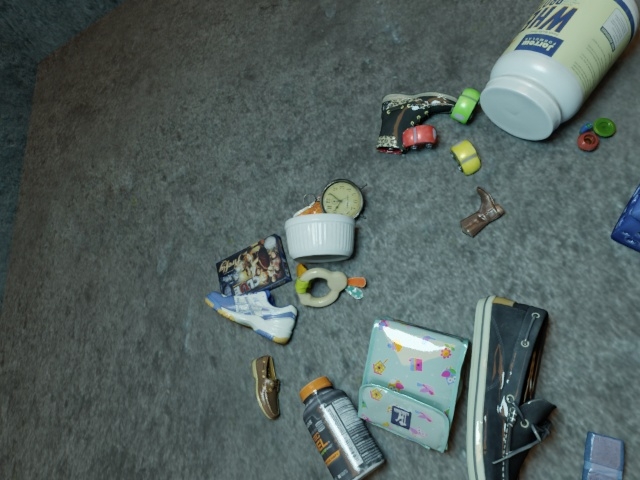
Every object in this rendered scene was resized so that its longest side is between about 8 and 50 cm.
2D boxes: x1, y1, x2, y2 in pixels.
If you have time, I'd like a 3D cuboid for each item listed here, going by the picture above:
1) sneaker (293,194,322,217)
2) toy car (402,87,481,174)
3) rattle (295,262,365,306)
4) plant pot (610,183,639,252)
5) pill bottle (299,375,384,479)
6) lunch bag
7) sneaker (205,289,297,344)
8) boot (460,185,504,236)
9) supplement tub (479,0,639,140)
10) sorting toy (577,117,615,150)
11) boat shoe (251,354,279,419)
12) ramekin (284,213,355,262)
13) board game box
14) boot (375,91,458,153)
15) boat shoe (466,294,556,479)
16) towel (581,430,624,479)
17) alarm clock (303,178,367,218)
[{"bbox_3d":[-0.005,-0.098,1.290,0.175,0.064,0.067,-37,82,14],"label":"sneaker"},{"bbox_3d":[0.374,-0.326,1.128,0.239,0.053,0.225,29,95,13],"label":"toy car"},{"bbox_3d":[0.029,0.117,1.202,0.199,0.143,0.130,-15,97,4],"label":"rattle"},{"bbox_3d":[0.759,-0.073,0.790,0.236,0.212,0.236,33,94,32],"label":"plant pot"},{"bbox_3d":[0.041,0.468,1.009,0.130,0.130,0.246,-40,59,8],"label":"pill bottle"},{"bbox_3d":[0.215,0.335,0.957,0.223,0.160,0.263,13,86,22],"label":"lunch bag"},{"bbox_3d":[-0.208,0.205,1.241,0.296,0.112,0.131,21,75,14],"label":"sneaker"},{"bbox_3d":[0.412,-0.076,1.083,0.114,0.037,0.106,-39,57,14],"label":"boot"},{"bbox_3d":[0.583,-0.443,1.013,0.235,0.235,0.325,37,90,32],"label":"supplement tub"},{"bbox_3d":[0.683,-0.264,1.019,0.102,0.042,0.061,-38,75,-4],"label":"sorting toy"},{"bbox_3d":[-0.150,0.416,1.160,0.060,0.064,0.178,-29,59,16],"label":"boat shoe"},{"bbox_3d":[0.000,0.000,1.163,0.207,0.207,0.109,-7,78,24],"label":"ramekin"},{"bbox_3d":[-0.223,0.102,1.324,0.243,0.042,0.165,-26,62,16],"label":"board game box"},{"bbox_3d":[0.286,-0.349,1.221,0.236,0.085,0.179,9,83,24],"label":"boot"},{"bbox_3d":[0.402,0.360,0.842,0.155,0.187,0.501,-1,66,32],"label":"boat shoe"},{"bbox_3d":[0.568,0.453,0.812,0.067,0.029,0.120,8,76,28],"label":"towel"},{"bbox_3d":[0.043,-0.122,1.223,0.191,0.064,0.130,1,104,-4],"label":"alarm clock"}]
